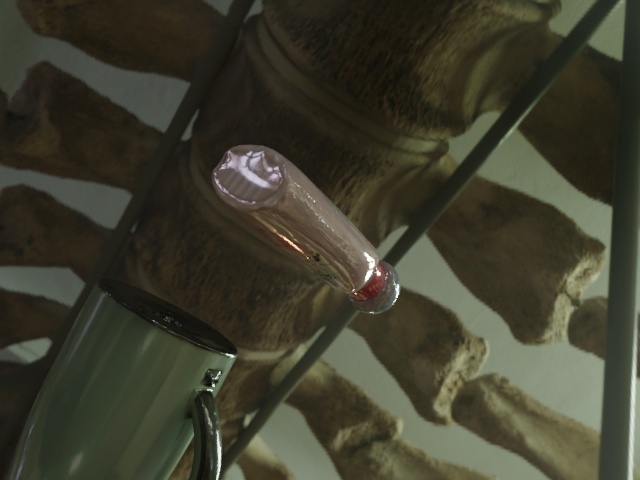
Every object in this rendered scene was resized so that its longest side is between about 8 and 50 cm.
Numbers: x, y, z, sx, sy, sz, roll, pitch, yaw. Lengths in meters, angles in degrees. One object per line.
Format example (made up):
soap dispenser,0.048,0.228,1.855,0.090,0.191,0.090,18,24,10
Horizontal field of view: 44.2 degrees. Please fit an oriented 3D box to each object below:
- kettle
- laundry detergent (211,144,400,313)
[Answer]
kettle,-0.187,0.189,0.780,0.221,0.161,0.237,28,-92,28
laundry detergent,0.000,0.000,1.033,0.159,0.088,0.335,32,-7,42
